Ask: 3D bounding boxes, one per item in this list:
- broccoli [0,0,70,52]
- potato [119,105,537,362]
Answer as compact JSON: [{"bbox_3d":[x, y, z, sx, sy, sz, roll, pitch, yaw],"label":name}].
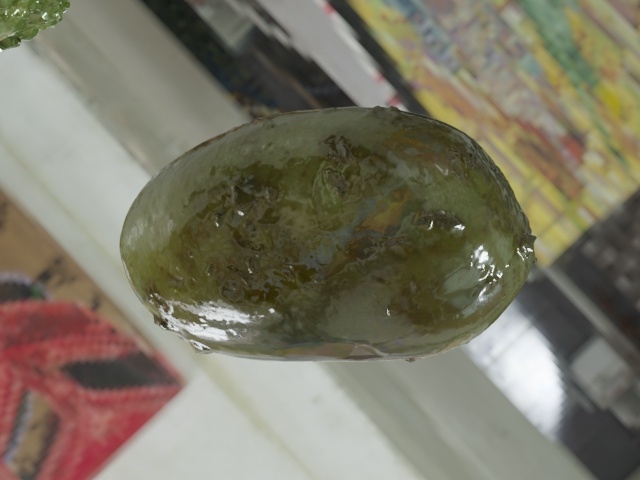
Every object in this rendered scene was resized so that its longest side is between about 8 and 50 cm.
[{"bbox_3d":[-0.297,-0.179,1.102,0.302,0.186,0.254,-14,160,-5],"label":"broccoli"},{"bbox_3d":[0.000,0.000,1.384,0.307,0.173,0.210,-8,159,21],"label":"potato"}]
